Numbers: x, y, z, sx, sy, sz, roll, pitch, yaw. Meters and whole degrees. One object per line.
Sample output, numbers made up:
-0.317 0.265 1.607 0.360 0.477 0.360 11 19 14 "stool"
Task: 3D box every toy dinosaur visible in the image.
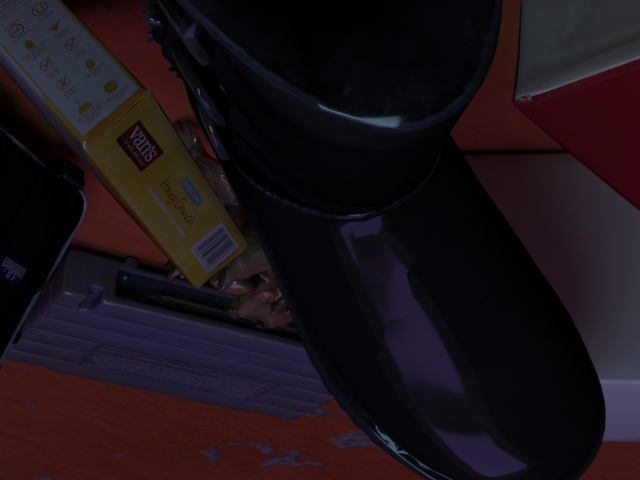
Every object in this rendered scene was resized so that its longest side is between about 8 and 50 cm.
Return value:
0.000 0.000 0.933 0.200 0.127 0.295 20 169 -34 "toy dinosaur"

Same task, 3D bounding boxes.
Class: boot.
0.036 -0.036 0.563 0.146 0.367 0.445 -37 173 -8 "boot"

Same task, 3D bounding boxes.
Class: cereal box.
-0.147 -0.095 0.713 0.047 0.240 0.173 -41 151 -6 "cereal box"

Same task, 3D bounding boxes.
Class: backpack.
-0.322 0.021 0.933 0.191 0.254 0.225 13 163 31 "backpack"

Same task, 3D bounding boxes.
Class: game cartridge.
-0.132 0.106 1.314 0.355 0.068 0.230 16 156 -25 "game cartridge"

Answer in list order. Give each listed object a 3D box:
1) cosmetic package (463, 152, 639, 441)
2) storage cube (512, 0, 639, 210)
0.271 0.047 0.969 0.365 0.197 0.155 -1 155 7 "cosmetic package"
0.224 -0.126 0.618 0.215 0.184 0.193 -17 147 38 "storage cube"
